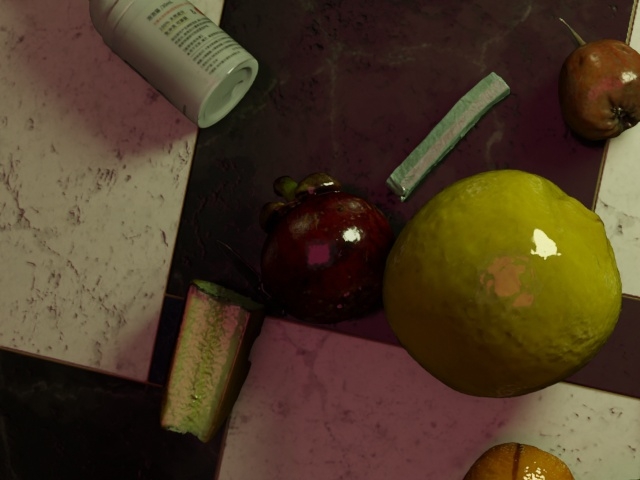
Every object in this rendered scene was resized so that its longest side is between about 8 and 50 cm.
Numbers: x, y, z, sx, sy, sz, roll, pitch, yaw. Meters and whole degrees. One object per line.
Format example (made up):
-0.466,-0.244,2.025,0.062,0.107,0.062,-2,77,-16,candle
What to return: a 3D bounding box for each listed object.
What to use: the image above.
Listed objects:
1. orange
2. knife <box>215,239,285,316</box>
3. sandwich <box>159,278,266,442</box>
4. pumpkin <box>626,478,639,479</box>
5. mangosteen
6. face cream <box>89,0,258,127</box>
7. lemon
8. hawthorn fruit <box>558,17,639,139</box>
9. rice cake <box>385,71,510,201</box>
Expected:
0.292,0.397,1.864,0.193,0.161,0.193,0,87,8,orange
-0.113,0.059,2.041,0.023,0.010,0.170,-46,78,8,knife
-0.178,0.189,1.995,0.122,0.128,0.235,18,93,9,sandwich
0.499,0.439,1.742,0.296,0.296,0.295,0,88,13,pumpkin
0.000,0.000,1.927,0.215,0.215,0.257,-33,58,10,mangosteen
-0.280,-0.349,2.026,0.370,0.145,0.145,41,97,12,face cream
0.257,0.066,1.800,0.348,0.348,0.348,0,88,13,lemon
0.428,-0.238,1.878,0.149,0.149,0.189,-2,58,12,hawthorn fruit
0.196,-0.162,1.964,0.045,0.042,0.245,45,98,13,rice cake
